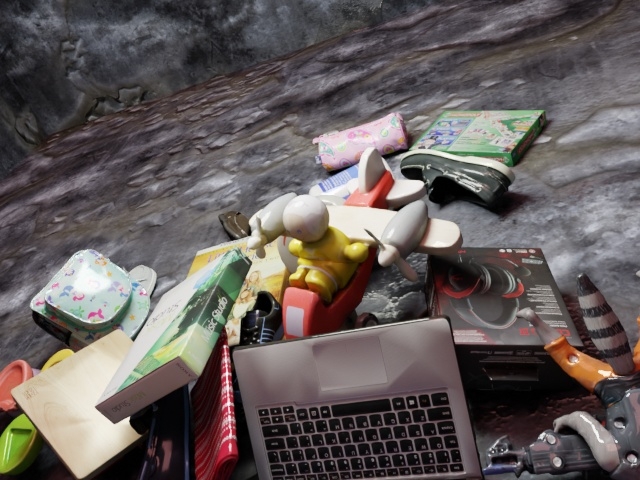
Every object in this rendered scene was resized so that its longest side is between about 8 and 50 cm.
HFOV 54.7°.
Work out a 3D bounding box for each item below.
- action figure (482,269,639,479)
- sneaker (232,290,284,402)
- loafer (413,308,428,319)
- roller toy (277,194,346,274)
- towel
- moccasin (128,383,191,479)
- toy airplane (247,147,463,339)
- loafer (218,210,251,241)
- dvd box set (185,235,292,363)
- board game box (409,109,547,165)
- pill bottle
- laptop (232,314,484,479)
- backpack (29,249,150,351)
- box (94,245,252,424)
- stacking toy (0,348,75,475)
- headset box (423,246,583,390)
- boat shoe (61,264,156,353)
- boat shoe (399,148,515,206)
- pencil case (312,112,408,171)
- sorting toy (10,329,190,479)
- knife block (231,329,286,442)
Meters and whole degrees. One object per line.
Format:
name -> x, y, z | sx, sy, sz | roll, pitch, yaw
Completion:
action figure -> 0.374, 0.229, 0.843 | 0.341, 0.178, 0.330 | -17, 65, 7
sneaker -> -0.130, 0.198, 1.198 | 0.081, 0.090, 0.232 | -10, 35, 22
loafer -> 0.177, 0.183, 1.205 | 0.170, 0.061, 0.062 | -36, 34, -17
roller toy -> 0.000, 0.000, 1.447 | 0.209, 0.191, 0.146 | -42, -1, 28
towel -> -0.187, 0.307, 1.062 | 0.031, 0.199, 0.275 | 10, 37, -21
moccasin -> -0.307, 0.332, 1.173 | 0.116, 0.138, 0.342 | -2, 44, -11
toy airplane -> 0.039, -0.021, 1.195 | 0.386, 0.272, 0.384 | -36, 47, 16
loafer -> -0.239, -0.043, 1.802 | 0.078, 0.080, 0.220 | -30, 31, -8
dvd box set -> -0.215, 0.138, 1.540 | 0.307, 0.062, 0.420 | -14, 34, 17
board game box -> 0.437, -0.292, 1.736 | 0.317, 0.046, 0.213 | 11, 46, 44
pill bottle -> 0.064, -0.098, 1.610 | 0.272, 0.152, 0.152 | -27, 32, -2
laptop -> 0.029, 0.355, 0.906 | 0.381, 0.408, 0.236 | -12, 0, 20
backpack -> -0.560, 0.163, 1.554 | 0.225, 0.253, 0.191 | -57, 8, -35
box -> -0.261, 0.165, 1.145 | 0.232, 0.058, 0.322 | -33, 22, 27
stacking toy -> -0.654, 0.413, 1.432 | 0.308, 0.130, 0.280 | -12, 50, 33
headset box -> 0.306, 0.138, 1.080 | 0.218, 0.110, 0.293 | 1, 35, 3
boat shoe -> -0.580, 0.173, 1.699 | 0.118, 0.103, 0.320 | 8, 45, 42
boat shoe -> 0.313, -0.143, 1.541 | 0.340, 0.127, 0.113 | 18, 74, 45
pencil case -> 0.125, -0.299, 1.893 | 0.284, 0.124, 0.124 | -14, 33, 15
sorting toy -> -0.452, 0.349, 1.290 | 0.257, 0.089, 0.255 | 36, 47, 26
knife block -> -0.125, 0.267, 1.264 | 0.242, 0.088, 0.276 | -17, 33, 13
